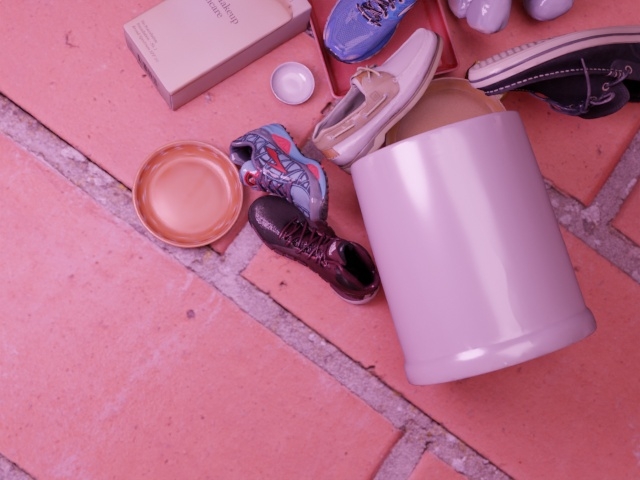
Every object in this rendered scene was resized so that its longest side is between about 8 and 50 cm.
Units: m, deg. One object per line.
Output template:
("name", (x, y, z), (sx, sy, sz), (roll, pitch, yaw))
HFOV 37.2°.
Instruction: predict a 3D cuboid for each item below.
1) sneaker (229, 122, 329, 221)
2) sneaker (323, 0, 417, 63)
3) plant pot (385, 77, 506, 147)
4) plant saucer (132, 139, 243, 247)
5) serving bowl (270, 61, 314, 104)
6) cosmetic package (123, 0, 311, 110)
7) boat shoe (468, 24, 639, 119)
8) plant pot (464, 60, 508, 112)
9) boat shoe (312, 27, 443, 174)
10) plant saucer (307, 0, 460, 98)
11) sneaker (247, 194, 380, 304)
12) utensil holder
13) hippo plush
("sneaker", (-0.078, -0.105, 1.669), (0.125, 0.104, 0.262), (-16, 40, -25))
("sneaker", (0.125, -0.465, 1.729), (0.130, 0.147, 0.330), (41, 90, 2))
("plant pot", (0.240, -0.184, 1.777), (0.236, 0.032, 0.236), (1, 97, 5))
("plant saucer", (-0.240, -0.083, 1.728), (0.200, 0.037, 0.200), (1, 79, -7))
("serving bowl", (-0.054, -0.293, 1.793), (0.083, 0.027, 0.083), (1, 80, -7))
("cosmetic package", (-0.188, -0.393, 1.753), (0.309, 0.113, 0.160), (-35, 86, -11))
("boat shoe", (0.489, -0.301, 1.745), (0.500, 0.187, 0.156), (-11, 94, -31))
("plant pot", (0.311, -0.282, 1.813), (0.081, 0.081, 0.083), (21, 84, -3))
("boat shoe", (0.104, -0.267, 1.723), (0.103, 0.113, 0.302), (33, 95, -24))
("plant saucer", (0.108, -0.412, 1.826), (0.258, 0.048, 0.259), (-15, 83, -10))
("sneaker", (0.000, 0.000, 1.678), (0.281, 0.162, 0.106), (35, 78, 0))
("utensil holder", (0.248, 0.012, 1.612), (0.327, 0.327, 0.385), (-17, 87, -10))
("hippo plush", (0.391, -0.536, 1.800), (0.236, 0.294, 0.234), (-5, 54, -26))
